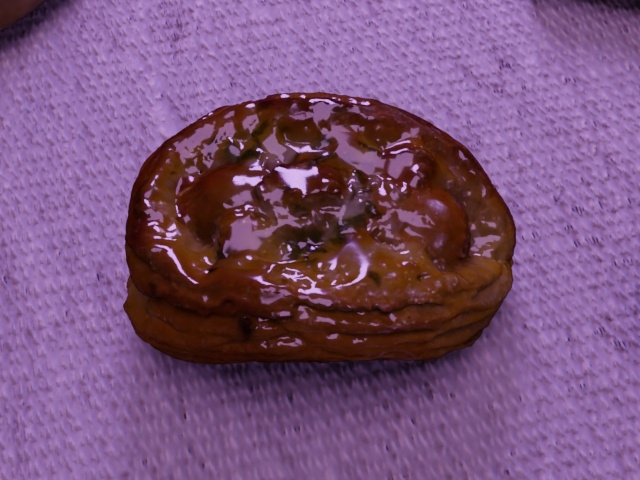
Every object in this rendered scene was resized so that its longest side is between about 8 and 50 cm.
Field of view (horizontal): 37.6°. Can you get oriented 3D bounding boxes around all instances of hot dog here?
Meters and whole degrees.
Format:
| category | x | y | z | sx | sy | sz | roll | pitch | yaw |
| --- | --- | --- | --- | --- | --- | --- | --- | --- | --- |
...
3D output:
| category | x | y | z | sx | sy | sz | roll | pitch | yaw |
| --- | --- | --- | --- | --- | --- | --- | --- | --- | --- |
| hot dog | 0.000 | 0.000 | 0.645 | 0.272 | 0.122 | 0.196 | 1 | 62 | 4 |

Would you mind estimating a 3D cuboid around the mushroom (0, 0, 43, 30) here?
| category | x | y | z | sx | sy | sz | roll | pitch | yaw |
| --- | --- | --- | --- | --- | --- | --- | --- | --- | --- |
| mushroom | -0.307 | -0.369 | 0.750 | 0.224 | 0.313 | 0.397 | 10 | 70 | 21 |
